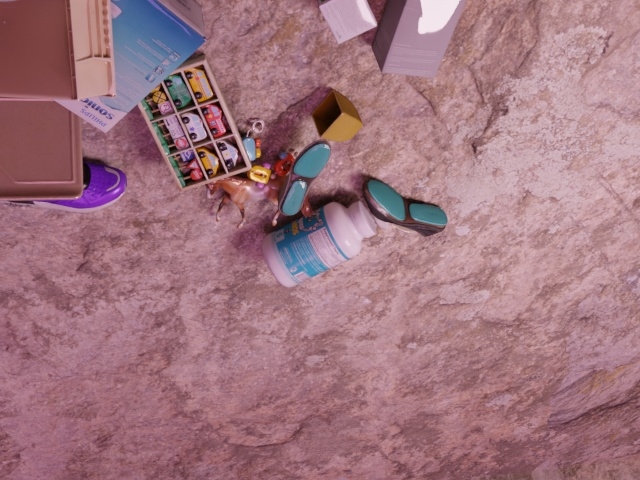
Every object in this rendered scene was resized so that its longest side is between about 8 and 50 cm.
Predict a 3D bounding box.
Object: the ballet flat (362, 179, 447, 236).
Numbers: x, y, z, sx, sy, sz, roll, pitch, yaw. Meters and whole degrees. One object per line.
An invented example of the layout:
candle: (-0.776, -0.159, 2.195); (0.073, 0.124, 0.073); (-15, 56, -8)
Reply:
ballet flat: (0.192, -0.063, 2.122); (0.281, 0.095, 0.096); (21, 140, -33)

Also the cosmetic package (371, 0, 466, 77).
cosmetic package: (0.199, -0.448, 1.698); (0.127, 0.107, 0.237); (4, 132, -18)

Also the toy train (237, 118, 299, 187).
toy train: (-0.129, -0.192, 1.929); (0.125, 0.046, 0.166); (-49, 126, -10)

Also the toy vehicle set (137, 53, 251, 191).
toy vehicle set: (-0.269, -0.241, 1.797); (0.166, 0.035, 0.266); (-19, 123, 5)

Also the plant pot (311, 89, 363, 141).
plant pot: (0.044, -0.263, 1.874); (0.083, 0.081, 0.081); (19, 129, -37)

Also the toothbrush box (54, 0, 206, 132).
toothbrush box: (-0.393, -0.375, 1.599); (0.296, 0.126, 0.216); (-38, 132, 23)

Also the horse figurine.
horse figurine: (-0.144, -0.102, 2.007); (0.264, 0.066, 0.174); (-4, 138, -11)

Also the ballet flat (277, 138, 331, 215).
ballet flat: (-0.044, -0.152, 1.916); (0.072, 0.068, 0.213); (14, 124, -24)

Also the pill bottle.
pill bottle: (0.000, 0.000, 2.097); (0.264, 0.146, 0.146); (-26, 137, 13)

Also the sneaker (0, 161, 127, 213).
sneaker: (-0.558, -0.132, 1.809); (0.294, 0.102, 0.146); (-1, 157, -14)

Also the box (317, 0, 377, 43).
box: (0.044, -0.456, 1.644); (0.087, 0.101, 0.102); (-23, 137, 10)

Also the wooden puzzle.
wooden puzzle: (-0.589, -0.198, 1.706); (0.221, 0.044, 0.238); (-1, 92, -13)

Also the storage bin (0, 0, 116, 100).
storage bin: (-0.499, -0.370, 1.446); (0.263, 0.123, 0.260); (5, 107, 16)
